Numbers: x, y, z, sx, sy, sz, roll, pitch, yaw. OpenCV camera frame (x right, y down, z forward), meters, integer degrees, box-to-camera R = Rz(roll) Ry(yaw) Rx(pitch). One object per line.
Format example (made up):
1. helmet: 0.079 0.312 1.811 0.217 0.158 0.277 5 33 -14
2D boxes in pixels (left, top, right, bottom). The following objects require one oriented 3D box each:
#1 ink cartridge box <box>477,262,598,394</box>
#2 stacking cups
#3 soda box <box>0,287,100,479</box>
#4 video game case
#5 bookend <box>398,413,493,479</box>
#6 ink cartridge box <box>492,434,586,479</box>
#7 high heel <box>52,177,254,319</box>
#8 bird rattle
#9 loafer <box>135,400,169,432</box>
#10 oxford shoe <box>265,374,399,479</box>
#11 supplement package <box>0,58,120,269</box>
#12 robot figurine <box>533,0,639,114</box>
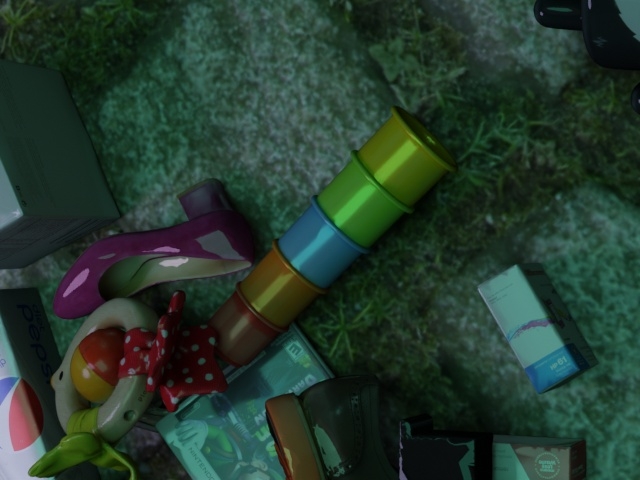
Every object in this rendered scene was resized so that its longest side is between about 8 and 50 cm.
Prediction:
1. ink cartridge box: 0.216 0.084 1.589 0.052 0.088 0.122 -34 78 19
2. stacking cups: 0.000 0.000 1.669 0.316 0.096 0.096 -44 75 15
3. soda box: -0.335 0.200 1.806 0.091 0.098 0.286 -23 81 20
4. video game case: -0.055 0.208 1.712 0.190 0.022 0.173 -38 77 4
5. bookend: 0.159 0.252 1.549 0.156 0.072 0.157 0 89 23
6. ink cartridge box: 0.203 0.298 1.606 0.115 0.067 0.198 0 91 23
7. high heel: -0.182 0.041 1.743 0.244 0.082 0.117 -32 55 7
8. bird rattle: -0.218 0.142 1.685 0.253 0.143 0.207 -61 37 19
9. loafer: -0.168 0.196 1.772 0.125 0.045 0.039 14 80 15
10. oxford shoe: 0.062 0.313 1.630 0.132 0.130 0.364 -20 99 -7
11. supplement package: -0.360 -0.081 1.758 0.149 0.203 0.194 -27 80 20
12. robot figurine: 0.342 -0.240 1.491 0.278 0.209 0.174 6 53 22
